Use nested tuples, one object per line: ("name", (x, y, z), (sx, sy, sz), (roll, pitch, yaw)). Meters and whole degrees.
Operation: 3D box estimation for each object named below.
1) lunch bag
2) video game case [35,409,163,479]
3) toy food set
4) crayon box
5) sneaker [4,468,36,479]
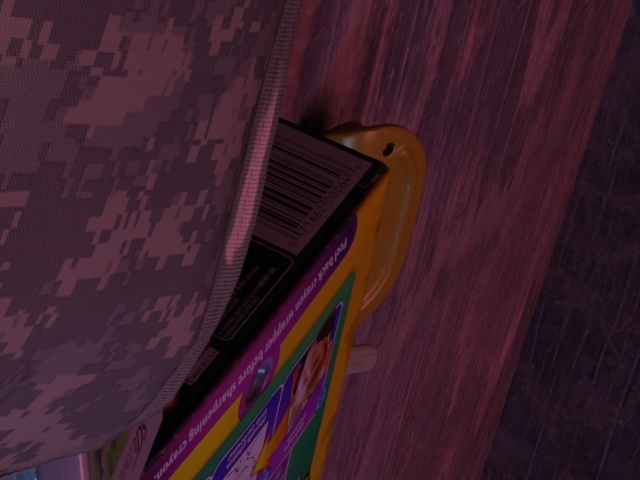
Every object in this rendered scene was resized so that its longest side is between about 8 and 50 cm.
("lunch bag", (-0.122, -0.051, 0.490), (0.235, 0.169, 0.287), (-9, 116, -62))
("video game case", (-0.099, 0.015, 0.744), (0.193, 0.023, 0.212), (-81, 167, -74))
("toy food set", (0.000, 0.000, 1.268), (0.128, 0.071, 0.218), (-14, 128, -42))
("crayon box", (-0.099, 0.147, 1.040), (0.363, 0.106, 0.313), (-50, 160, -46))
("sneaker", (-0.170, 0.043, 0.685), (0.094, 0.081, 0.208), (-21, 129, -13))
